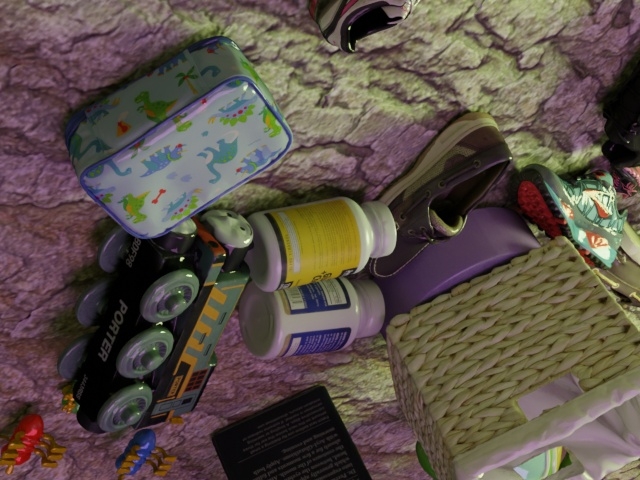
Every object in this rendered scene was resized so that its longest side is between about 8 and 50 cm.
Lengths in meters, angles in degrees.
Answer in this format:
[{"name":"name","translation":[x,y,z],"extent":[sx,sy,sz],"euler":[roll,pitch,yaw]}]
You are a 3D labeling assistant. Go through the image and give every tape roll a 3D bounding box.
[{"name":"tape roll","translation":[0.210,0.072,1.734],"extent":[0.274,0.090,0.275],"euler":[-21,148,-14]}]

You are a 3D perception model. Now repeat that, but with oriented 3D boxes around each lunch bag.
[{"name":"lunch bag","translation":[-0.149,-0.105,1.231],"extent":[0.219,0.090,0.176],"euler":[-32,146,5]}]

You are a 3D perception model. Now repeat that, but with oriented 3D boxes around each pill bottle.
[{"name":"pill bottle","translation":[0.000,0.000,1.474],"extent":[0.184,0.103,0.103],"euler":[-11,143,-24]},{"name":"pill bottle","translation":[-0.009,0.101,1.598],"extent":[0.186,0.112,0.112],"euler":[-3,139,-33]}]

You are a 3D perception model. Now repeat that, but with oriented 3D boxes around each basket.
[{"name":"basket","translation":[0.294,0.223,1.681],"extent":[0.328,0.266,0.331],"euler":[-26,149,-6]}]

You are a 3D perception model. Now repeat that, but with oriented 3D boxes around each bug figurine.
[{"name":"bug figurine","translation":[-0.312,0.259,1.625],"extent":[0.279,0.072,0.216],"euler":[17,120,-43]}]

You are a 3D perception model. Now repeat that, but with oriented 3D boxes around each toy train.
[{"name":"toy train","translation":[-0.197,0.099,1.422],"extent":[0.190,0.142,0.334],"euler":[-9,134,-47]}]

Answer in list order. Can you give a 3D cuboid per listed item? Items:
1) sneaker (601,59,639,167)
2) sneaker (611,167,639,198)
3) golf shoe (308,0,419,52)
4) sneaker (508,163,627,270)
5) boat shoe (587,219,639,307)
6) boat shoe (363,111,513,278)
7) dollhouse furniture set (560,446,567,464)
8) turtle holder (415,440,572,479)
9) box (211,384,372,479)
[{"name":"sneaker","translation":[0.453,-0.187,1.565],"extent":[0.130,0.109,0.286],"euler":[-18,144,-5]},{"name":"sneaker","translation":[0.462,-0.093,1.755],"extent":[0.057,0.047,0.119],"euler":[-28,148,21]},{"name":"golf shoe","translation":[0.083,-0.260,1.199],"extent":[0.186,0.086,0.067],"euler":[-33,146,4]},{"name":"sneaker","translation":[0.373,-0.062,1.704],"extent":[0.262,0.104,0.125],"euler":[37,80,-46]},{"name":"boat shoe","translation":[0.531,0.058,1.948],"extent":[0.096,0.117,0.324],"euler":[-35,143,18]},{"name":"boat shoe","translation":[0.150,-0.042,1.536],"extent":[0.102,0.092,0.285],"euler":[12,127,-42]},{"name":"dollhouse furniture set","translation":[0.540,0.422,2.316],"extent":[0.362,0.256,0.394],"euler":[12,129,-45]},{"name":"turtle holder","translation":[0.343,0.374,2.074],"extent":[0.243,0.320,0.227],"euler":[-27,138,-69]},{"name":"box","translation":[0.009,0.494,1.887],"extent":[0.212,0.395,0.293],"euler":[-24,147,-7]}]
